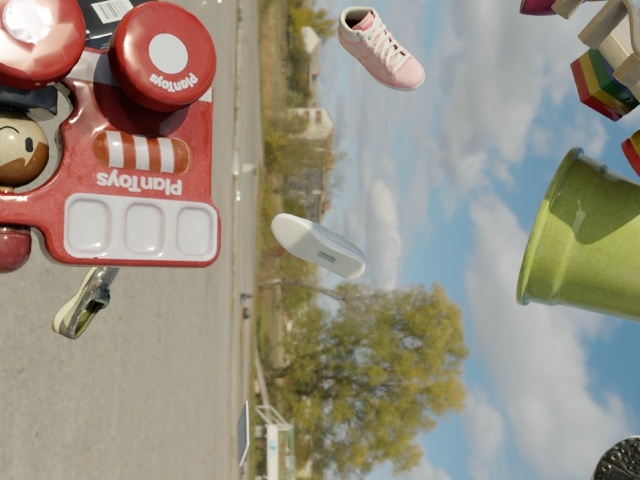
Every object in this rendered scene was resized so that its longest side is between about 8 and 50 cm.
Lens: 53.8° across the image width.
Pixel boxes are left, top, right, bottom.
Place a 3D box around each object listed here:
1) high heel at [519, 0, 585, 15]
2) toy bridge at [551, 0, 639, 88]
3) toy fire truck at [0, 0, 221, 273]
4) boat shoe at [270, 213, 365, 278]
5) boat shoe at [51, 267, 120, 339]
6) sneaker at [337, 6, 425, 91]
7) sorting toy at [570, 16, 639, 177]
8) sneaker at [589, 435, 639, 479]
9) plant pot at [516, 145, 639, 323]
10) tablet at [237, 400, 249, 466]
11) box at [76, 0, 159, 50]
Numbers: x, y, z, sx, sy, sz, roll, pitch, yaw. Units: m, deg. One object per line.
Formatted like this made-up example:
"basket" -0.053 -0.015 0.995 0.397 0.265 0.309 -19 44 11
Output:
"high heel" 0.393 -0.581 1.083 0.127 0.181 0.378 38 39 -80
"toy bridge" 0.327 -0.251 0.723 0.063 0.026 0.188 -53 -148 34
"toy fire truck" -0.238 -0.095 0.611 0.169 0.302 0.254 -8 -99 55
"boat shoe" 0.000 0.000 1.118 0.063 0.184 0.066 -73 -172 -58
"boat shoe" -0.523 0.132 1.461 0.224 0.073 0.080 -57 161 -23
"sneaker" 0.073 -0.242 0.788 0.051 0.134 0.070 -48 166 -6
"sorting toy" 0.464 -0.194 0.913 0.257 0.089 0.255 54 37 4
"sneaker" 0.527 0.441 1.132 0.086 0.085 0.237 -19 131 -55
"plant pot" 0.480 0.018 0.987 0.276 0.253 0.276 -40 141 -42
"tablet" -0.115 0.288 0.942 0.083 0.006 0.054 -101 -153 -55
"box" -0.349 -0.332 1.071 0.093 0.156 0.158 56 -30 16
